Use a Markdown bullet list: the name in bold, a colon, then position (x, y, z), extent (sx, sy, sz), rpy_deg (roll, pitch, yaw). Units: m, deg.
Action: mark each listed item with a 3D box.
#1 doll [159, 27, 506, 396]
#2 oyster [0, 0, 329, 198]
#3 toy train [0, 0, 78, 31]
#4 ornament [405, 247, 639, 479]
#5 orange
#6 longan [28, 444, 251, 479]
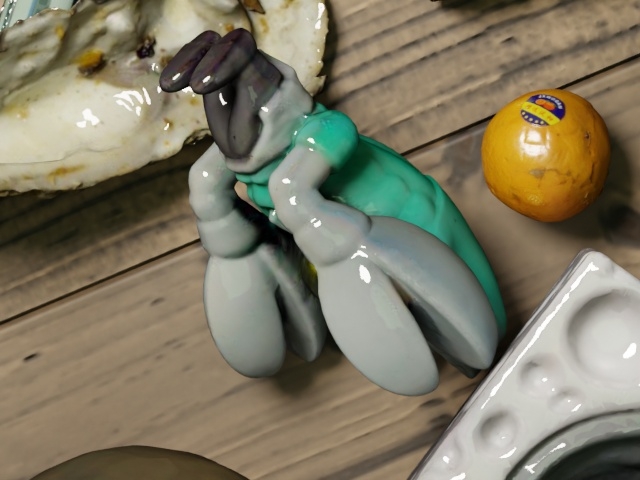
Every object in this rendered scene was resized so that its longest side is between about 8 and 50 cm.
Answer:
- **doll**: position (-0.006, 0.002, 1.112), extent (0.258, 0.195, 0.153), rpy_deg (40, 74, -2)
- **oyster**: position (-0.149, -0.095, 1.112), extent (0.345, 0.078, 0.129), rpy_deg (-21, 111, -22)
- **toy train**: position (-0.190, -0.094, 1.169), extent (0.048, 0.055, 0.252), rpy_deg (18, 96, -8)
- **ornament**: position (0.177, 0.167, 1.070), extent (0.240, 0.240, 0.239), rpy_deg (37, 95, 5)
- **orange**: position (0.138, -0.051, 1.145), extent (0.083, 0.083, 0.084), rpy_deg (0, 95, 2)
- **longan**: position (-0.110, 0.268, 1.108), extent (0.243, 0.300, 0.300), rpy_deg (24, 97, 41)
